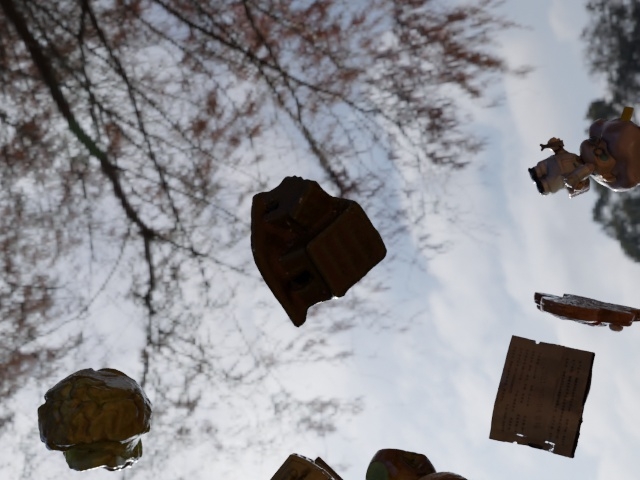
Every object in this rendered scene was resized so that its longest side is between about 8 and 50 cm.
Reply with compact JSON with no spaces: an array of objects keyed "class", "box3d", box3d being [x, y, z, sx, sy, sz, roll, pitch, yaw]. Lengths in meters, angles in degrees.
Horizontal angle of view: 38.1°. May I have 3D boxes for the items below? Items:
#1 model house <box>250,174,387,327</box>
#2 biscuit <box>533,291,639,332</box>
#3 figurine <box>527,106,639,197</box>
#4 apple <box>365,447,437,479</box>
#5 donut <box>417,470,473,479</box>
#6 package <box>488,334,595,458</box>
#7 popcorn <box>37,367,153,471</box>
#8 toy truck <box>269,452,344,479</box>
[{"class":"model house","box3d":[-0.008,-0.007,1.844,0.268,0.239,0.173,57,-145,-7]},{"class":"biscuit","box3d":[0.538,0.145,1.891,0.324,0.205,0.049,7,-85,-61]},{"class":"figurine","box3d":[0.445,-0.127,1.465,0.112,0.228,0.137,68,-178,-48]},{"class":"apple","box3d":[0.190,0.543,2.106,0.146,0.147,0.163,6,-134,-27]},{"class":"donut","box3d":[0.258,0.571,2.004,0.178,0.065,0.162,15,-77,-22]},{"class":"package","box3d":[0.512,0.358,2.136,0.062,0.203,0.251,41,-118,-71]},{"class":"popcorn","box3d":[-0.401,0.319,1.652,0.221,0.204,0.184,130,148,-83]},{"class":"toy truck","box3d":[-0.111,0.595,1.797,0.405,0.180,0.254,-45,-20,-12]}]
